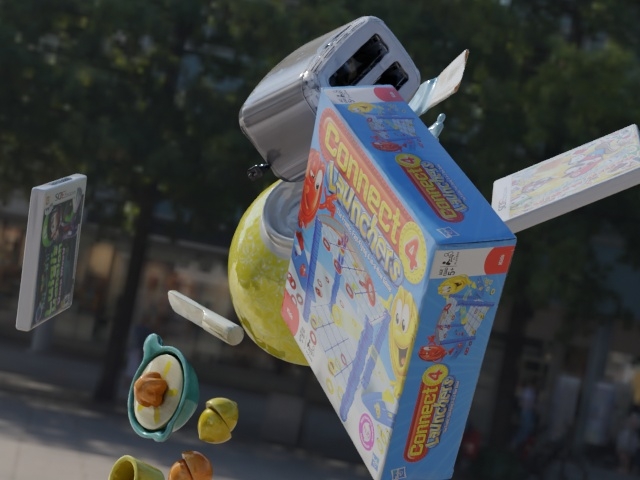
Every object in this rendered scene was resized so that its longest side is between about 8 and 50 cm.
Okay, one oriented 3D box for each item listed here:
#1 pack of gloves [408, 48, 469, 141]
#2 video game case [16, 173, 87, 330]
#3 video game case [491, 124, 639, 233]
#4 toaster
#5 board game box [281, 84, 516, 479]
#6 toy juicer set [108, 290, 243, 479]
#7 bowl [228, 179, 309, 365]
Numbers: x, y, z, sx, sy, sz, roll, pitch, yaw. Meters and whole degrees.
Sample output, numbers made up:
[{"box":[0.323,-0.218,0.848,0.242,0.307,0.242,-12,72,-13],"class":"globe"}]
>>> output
[{"box":[0.148,-0.197,2.433,0.046,0.195,0.232,24,-25,-16],"class":"pack of gloves"},{"box":[-0.360,0.013,2.002,0.022,0.190,0.173,10,10,8],"class":"video game case"},{"box":[0.348,-0.085,2.093,0.227,0.026,0.206,-22,16,16],"class":"video game case"},{"box":[0.011,-0.164,1.724,0.146,0.227,0.129,-24,-73,50],"class":"toaster"},{"box":[0.068,0.041,1.552,0.086,0.302,0.308,-5,35,-22],"class":"board game box"},{"box":[-0.201,0.214,2.102,0.089,0.329,0.209,23,-20,-39],"class":"toy juicer set"},{"box":[0.000,0.000,1.909,0.289,0.289,0.156,9,-31,24],"class":"bowl"}]
